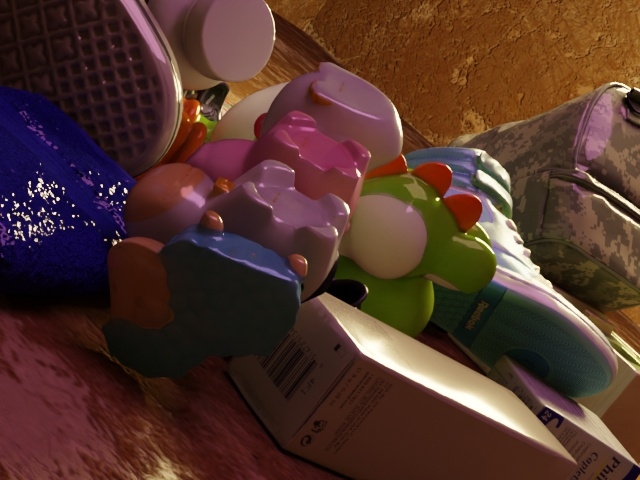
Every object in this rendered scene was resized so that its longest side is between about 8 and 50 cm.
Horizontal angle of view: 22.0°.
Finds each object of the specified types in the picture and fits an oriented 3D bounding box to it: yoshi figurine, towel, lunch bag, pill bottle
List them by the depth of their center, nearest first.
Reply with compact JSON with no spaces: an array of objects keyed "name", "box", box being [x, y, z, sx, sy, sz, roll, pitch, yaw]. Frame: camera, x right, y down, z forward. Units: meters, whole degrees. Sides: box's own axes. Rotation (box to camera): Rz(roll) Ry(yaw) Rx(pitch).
[{"name":"towel","box":[-0.219,-0.049,1.149,0.227,0.076,0.308,39,10,15]},{"name":"pill bottle","box":[-0.131,-0.190,1.453,0.193,0.108,0.108,17,-9,47]},{"name":"yoshi figurine","box":[-0.022,-0.001,1.520,0.362,0.203,0.203,21,-28,-12]},{"name":"lunch bag","box":[0.276,-0.048,2.057,0.212,0.256,0.305,26,-27,-33]}]

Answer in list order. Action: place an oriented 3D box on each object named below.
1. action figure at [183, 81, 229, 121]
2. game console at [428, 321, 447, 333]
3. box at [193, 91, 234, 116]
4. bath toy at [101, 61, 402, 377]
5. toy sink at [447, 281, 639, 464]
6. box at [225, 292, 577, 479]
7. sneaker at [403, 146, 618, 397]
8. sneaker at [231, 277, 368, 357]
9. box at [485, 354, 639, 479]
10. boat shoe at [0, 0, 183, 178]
[{"name":"action figure","box":[-0.157,-0.154,1.691,0.164,0.141,0.276,24,17,-41]},{"name":"game console","box":[0.000,0.000,1.868,0.293,0.173,0.250,43,-20,25]},{"name":"box","box":[-0.139,-0.153,2.046,0.114,0.036,0.207,33,11,-26]},{"name":"bath toy","box":[-0.045,-0.024,1.204,0.151,0.129,0.348,30,29,3]},{"name":"toy sink","box":[0.291,0.144,1.934,0.153,0.131,0.234,27,14,-50]},{"name":"box","box":[0.066,0.135,1.266,0.275,0.094,0.113,30,12,-39]},{"name":"sneaker","box":[0.192,0.014,1.732,0.319,0.127,0.208,33,46,-5]},{"name":"sneaker","box":[0.019,0.083,1.327,0.234,0.097,0.084,27,15,-48]},{"name":"box","box":[0.230,0.196,1.643,0.137,0.072,0.126,33,10,-22]},{"name":"boat shoe","box":[-0.284,-0.227,1.427,0.500,0.187,0.156,39,12,24]}]
